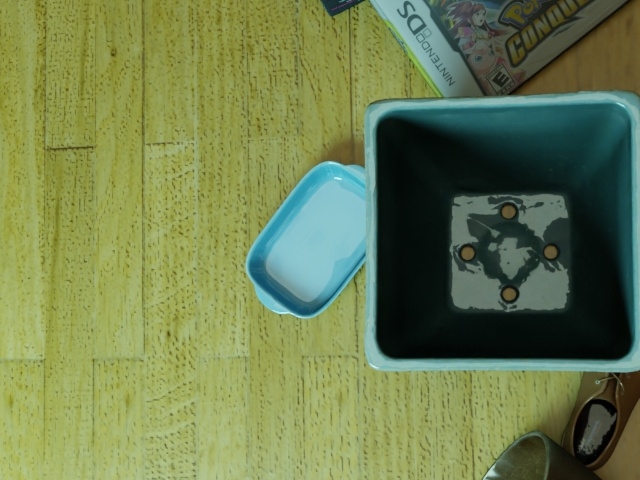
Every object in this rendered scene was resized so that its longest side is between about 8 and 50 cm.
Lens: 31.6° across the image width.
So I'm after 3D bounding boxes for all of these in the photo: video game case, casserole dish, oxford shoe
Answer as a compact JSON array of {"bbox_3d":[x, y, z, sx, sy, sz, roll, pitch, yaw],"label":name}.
[{"bbox_3d":[0.194,-0.284,1.167,0.275,0.248,0.035,-38,36,6],"label":"video game case"},{"bbox_3d":[0.000,0.000,1.263,0.114,0.037,0.188,38,93,12],"label":"casserole dish"},{"bbox_3d":[0.306,0.142,1.172,0.076,0.076,0.212,16,87,13],"label":"oxford shoe"}]

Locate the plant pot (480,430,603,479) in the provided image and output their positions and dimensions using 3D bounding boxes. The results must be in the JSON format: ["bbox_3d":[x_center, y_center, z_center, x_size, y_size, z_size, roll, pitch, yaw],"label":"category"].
[{"bbox_3d":[0.262,0.337,1.111,0.230,0.215,0.215,30,91,-2],"label":"plant pot"}]

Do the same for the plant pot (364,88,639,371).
[{"bbox_3d":[0.185,0.004,1.117,0.247,0.252,0.247,-1,84,11],"label":"plant pot"}]

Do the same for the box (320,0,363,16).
[{"bbox_3d":[0.076,-0.383,1.230,0.247,0.142,0.163,-26,80,6],"label":"box"}]
